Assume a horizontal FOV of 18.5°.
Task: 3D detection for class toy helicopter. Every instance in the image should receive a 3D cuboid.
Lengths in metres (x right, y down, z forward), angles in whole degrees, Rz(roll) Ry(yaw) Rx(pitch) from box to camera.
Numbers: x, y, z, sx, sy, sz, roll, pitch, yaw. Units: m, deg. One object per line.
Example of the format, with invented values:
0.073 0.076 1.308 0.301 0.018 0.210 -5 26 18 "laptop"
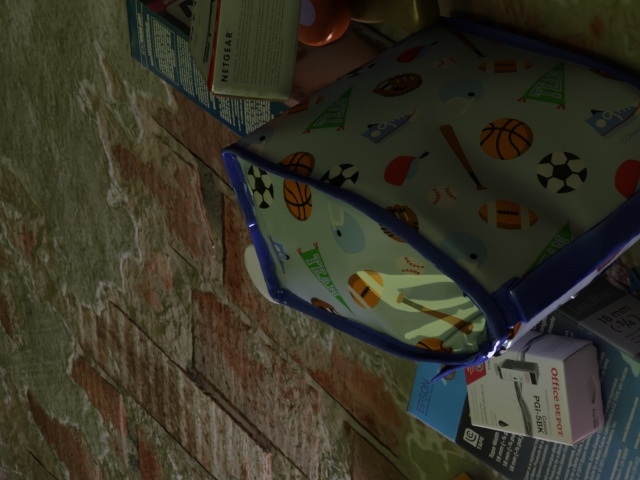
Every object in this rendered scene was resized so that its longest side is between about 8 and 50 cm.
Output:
0.101 -0.327 2.010 0.355 0.140 0.235 7 115 44 "toy helicopter"

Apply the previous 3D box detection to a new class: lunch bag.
0.154 -0.037 1.952 0.385 0.328 0.239 19 138 49 "lunch bag"

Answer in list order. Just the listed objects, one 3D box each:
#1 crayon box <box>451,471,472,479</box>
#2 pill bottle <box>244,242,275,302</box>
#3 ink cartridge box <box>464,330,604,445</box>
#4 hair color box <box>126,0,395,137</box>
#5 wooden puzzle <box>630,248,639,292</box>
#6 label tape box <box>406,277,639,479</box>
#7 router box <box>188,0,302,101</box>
0.203 0.449 2.621 0.203 0.083 0.323 49 152 18 "crayon box"
0.000 0.000 2.402 0.108 0.180 0.108 40 147 33 "pill bottle"
0.219 0.149 2.036 0.135 0.056 0.099 7 113 43 "ink cartridge box"
-0.056 -0.212 2.291 0.347 0.174 0.105 37 144 35 "hair color box"
0.363 0.041 2.025 0.116 0.014 0.078 24 133 48 "wooden puzzle"
0.270 0.162 2.114 0.334 0.106 0.240 33 129 30 "label tape box"
-0.070 -0.332 2.021 0.301 0.082 0.335 -122 38 -74 "router box"
